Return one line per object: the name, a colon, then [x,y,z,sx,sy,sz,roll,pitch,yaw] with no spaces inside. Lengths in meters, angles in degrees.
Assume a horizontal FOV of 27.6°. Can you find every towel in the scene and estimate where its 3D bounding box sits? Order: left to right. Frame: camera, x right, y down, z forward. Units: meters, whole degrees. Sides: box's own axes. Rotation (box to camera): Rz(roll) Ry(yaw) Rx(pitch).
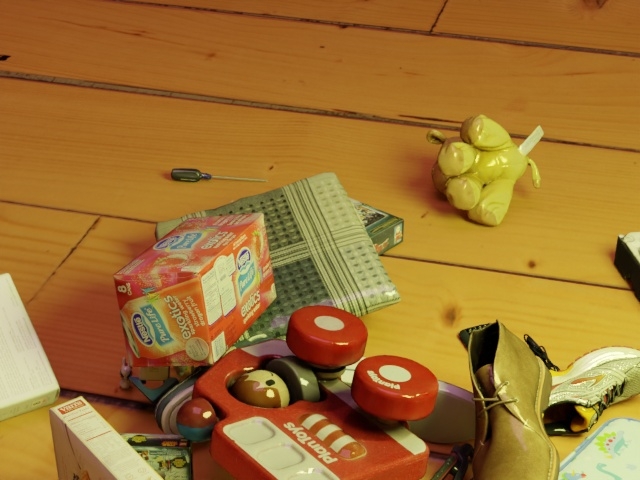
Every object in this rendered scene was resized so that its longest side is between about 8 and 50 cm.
towel: [-0.072,0.037,1.938,0.312,0.056,0.324,-17,40,-6]

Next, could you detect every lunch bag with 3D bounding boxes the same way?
lunch bag: [0.356,0.301,1.503,0.176,0.090,0.219,23,37,33]

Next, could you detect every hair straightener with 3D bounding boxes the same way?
hair straightener: [0.158,0.314,1.539,0.089,0.047,0.230,35,33,13]

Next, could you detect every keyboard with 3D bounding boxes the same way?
keyboard: [0.271,0.159,1.809,0.100,0.038,0.192,-8,31,-17]

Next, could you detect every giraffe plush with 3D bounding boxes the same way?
giraffe plush: [0.255,-0.132,2.226,0.210,0.181,0.170,-31,20,-28]

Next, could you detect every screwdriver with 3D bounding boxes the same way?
screwdriver: [-0.179,-0.108,2.297,0.169,0.025,0.024,8,28,-5]

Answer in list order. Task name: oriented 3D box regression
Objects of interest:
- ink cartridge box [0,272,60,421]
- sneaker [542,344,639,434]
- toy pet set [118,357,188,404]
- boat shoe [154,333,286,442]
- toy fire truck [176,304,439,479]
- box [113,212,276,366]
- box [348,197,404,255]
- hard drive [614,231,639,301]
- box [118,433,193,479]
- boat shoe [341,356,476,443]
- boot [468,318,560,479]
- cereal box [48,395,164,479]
ink cartridge box: [-0.480,0.156,1.687,0.232,0.066,0.189,-18,65,-25]
sneaker: [0.344,0.208,1.689,0.225,0.088,0.093,-18,37,-13]
toy pet set: [-0.208,0.188,1.732,0.122,0.065,0.114,1,-14,-3]
boat shoe: [-0.128,0.182,1.694,0.079,0.095,0.254,25,36,33]
toy fire truck: [-0.025,0.210,1.525,0.253,0.169,0.302,-10,32,-41]
box: [-0.159,0.061,1.715,0.122,0.128,0.257,-2,17,18]
box: [0.000,0.000,2.074,0.159,0.044,0.233,24,36,35]
hard drive: [0.646,0.057,1.978,0.338,0.064,0.237,-2,30,-8]
box: [-0.218,0.271,1.533,0.137,0.094,0.027,1,29,1]
boat shoe: [0.096,0.190,1.688,0.258,0.095,0.084,12,35,16]
boot: [0.208,0.213,1.527,0.112,0.115,0.305,-25,27,22]
cereal box: [-0.213,0.299,1.406,0.047,0.173,0.240,-21,35,-32]
